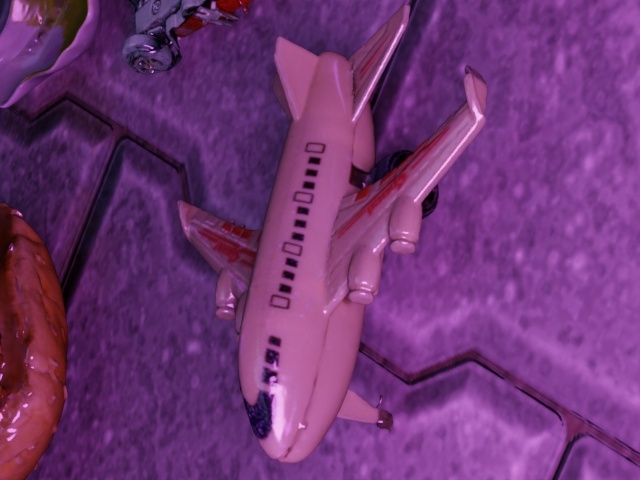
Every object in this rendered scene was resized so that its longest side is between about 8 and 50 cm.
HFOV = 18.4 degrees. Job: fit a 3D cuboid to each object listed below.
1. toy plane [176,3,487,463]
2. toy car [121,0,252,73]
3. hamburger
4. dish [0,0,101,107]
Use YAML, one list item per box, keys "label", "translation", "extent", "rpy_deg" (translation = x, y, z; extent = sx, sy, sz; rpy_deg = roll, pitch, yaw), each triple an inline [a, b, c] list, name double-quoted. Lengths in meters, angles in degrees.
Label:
- label: "toy plane"
  translation: [0.000, 0.000, 1.079]
  extent: [0.242, 0.104, 0.256]
  rpy_deg: [-21, 61, 43]
- label: "toy car"
  translation: [-0.078, -0.166, 1.278]
  extent: [0.143, 0.054, 0.073]
  rpy_deg: [-38, 49, 43]
- label: "hamburger"
  translation: [-0.282, 0.109, 1.360]
  extent: [0.283, 0.144, 0.259]
  rpy_deg: [-43, 44, 27]
- label: "dish"
  translation: [-0.193, -0.148, 1.429]
  extent: [0.137, 0.039, 0.091]
  rpy_deg: [-48, 49, 31]
